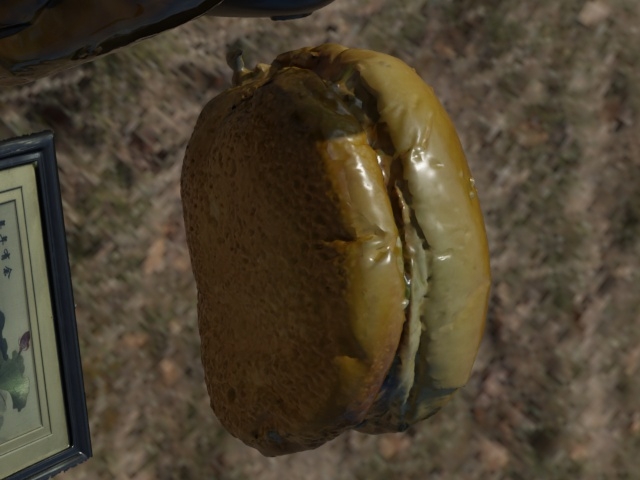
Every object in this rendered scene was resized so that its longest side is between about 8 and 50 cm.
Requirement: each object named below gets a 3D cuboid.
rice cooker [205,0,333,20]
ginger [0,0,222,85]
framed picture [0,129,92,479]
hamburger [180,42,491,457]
[{"bbox_3d":[-0.070,-0.331,1.703,0.267,0.267,0.224,-14,113,-32],"label":"rice cooker"},{"bbox_3d":[-0.128,-0.208,1.051,0.223,0.200,0.269,9,128,-24],"label":"ginger"},{"bbox_3d":[-0.192,0.050,0.951,0.199,0.010,0.195,-21,108,-57],"label":"framed picture"},{"bbox_3d":[0.000,0.000,1.360,0.170,0.290,0.314,-7,89,-33],"label":"hamburger"}]
